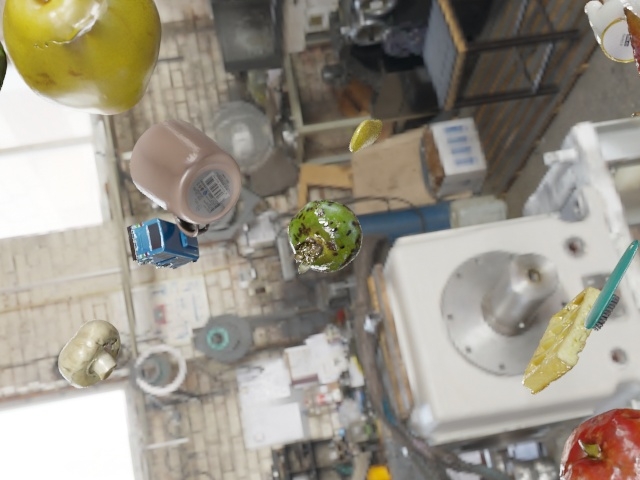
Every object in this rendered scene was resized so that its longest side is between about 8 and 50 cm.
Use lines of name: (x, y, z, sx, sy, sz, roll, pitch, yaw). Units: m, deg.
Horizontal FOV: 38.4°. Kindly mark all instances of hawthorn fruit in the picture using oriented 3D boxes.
hawthorn fruit: (0.388, 0.299, 1.186, 0.179, 0.200, 0.179, -38, 38, 37)

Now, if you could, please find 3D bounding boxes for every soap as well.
soap: (0.113, -0.264, 2.323, 0.089, 0.033, 0.168, -61, -12, 16)

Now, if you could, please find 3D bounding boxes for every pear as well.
pear: (-0.395, -0.363, 1.611, 0.336, 0.285, 0.284, -20, -78, -66)

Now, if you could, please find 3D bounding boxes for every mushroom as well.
mushroom: (-0.493, 0.248, 2.003, 0.123, 0.154, 0.154, 33, 152, 20)

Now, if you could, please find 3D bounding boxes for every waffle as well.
waffle: (0.581, 0.237, 2.203, 0.274, 0.057, 0.168, -51, -2, -38)

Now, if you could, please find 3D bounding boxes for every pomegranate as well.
pomegranate: (0.000, 0.000, 1.470, 0.161, 0.122, 0.122, -47, -45, -56)

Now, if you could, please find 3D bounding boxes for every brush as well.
brush: (0.554, 0.088, 1.727, 0.193, 0.032, 0.043, -61, 10, 10)

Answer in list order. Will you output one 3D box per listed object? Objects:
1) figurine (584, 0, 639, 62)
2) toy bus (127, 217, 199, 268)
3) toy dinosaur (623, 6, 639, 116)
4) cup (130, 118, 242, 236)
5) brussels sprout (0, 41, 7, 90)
figurine: (0.663, -0.490, 1.969, 0.263, 0.190, 0.142, -65, -13, -45)
toy bus: (-0.361, 0.009, 2.150, 0.185, 0.106, 0.090, 19, -126, -68)
toy dinosaur: (0.562, -0.212, 1.342, 0.112, 0.207, 0.327, 79, -167, -46)
cup: (-0.289, -0.117, 2.039, 0.200, 0.192, 0.252, 36, 135, 45)
brussels sprout: (-0.512, -0.234, 1.272, 0.180, 0.144, 0.161, -54, -38, -71)
